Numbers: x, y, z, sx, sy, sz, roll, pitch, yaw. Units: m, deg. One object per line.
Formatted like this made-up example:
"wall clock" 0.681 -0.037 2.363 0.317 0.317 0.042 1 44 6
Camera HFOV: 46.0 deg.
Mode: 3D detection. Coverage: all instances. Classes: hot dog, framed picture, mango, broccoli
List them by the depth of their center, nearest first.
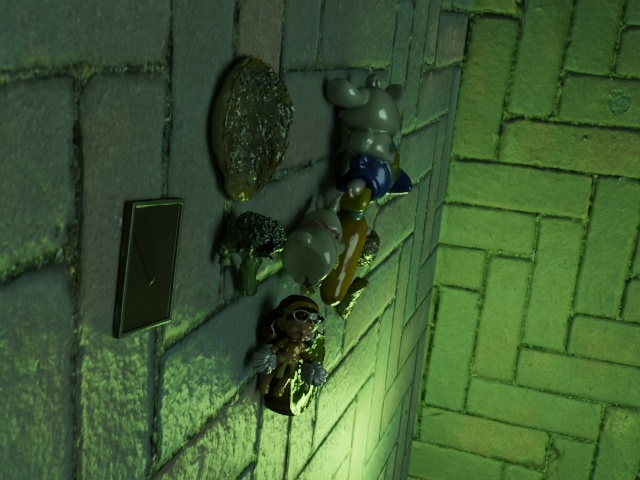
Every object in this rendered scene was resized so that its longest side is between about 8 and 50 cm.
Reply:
"framed picture" -0.258 0.037 1.144 0.150 0.015 0.203 -17 117 -70
"broccoli" -0.133 0.034 1.420 0.204 0.118 0.122 105 -2 -46
"mango" 0.045 0.040 1.940 0.157 0.109 0.262 71 39 -74
"hot dog" 0.082 0.158 2.187 0.078 0.061 0.169 -35 159 -56

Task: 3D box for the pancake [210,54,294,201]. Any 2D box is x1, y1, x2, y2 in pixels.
"pancake" -0.122 -0.203 1.378 0.282 0.049 0.282 10 90 -71

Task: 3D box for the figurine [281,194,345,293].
"figurine" 0.000 0.000 1.749 0.155 0.127 0.235 70 27 -24

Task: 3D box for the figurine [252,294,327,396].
"figurine" -0.070 0.236 1.652 0.116 0.175 0.240 34 -71 67

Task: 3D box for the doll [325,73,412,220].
"doll" 0.121 -0.243 1.942 0.376 0.187 0.365 -7 100 -44

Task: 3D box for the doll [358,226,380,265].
"doll" 0.110 0.017 2.119 0.221 0.105 0.114 139 -55 -87

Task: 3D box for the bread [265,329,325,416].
"bread" -0.059 0.310 1.823 0.236 0.070 0.236 9 90 -71
